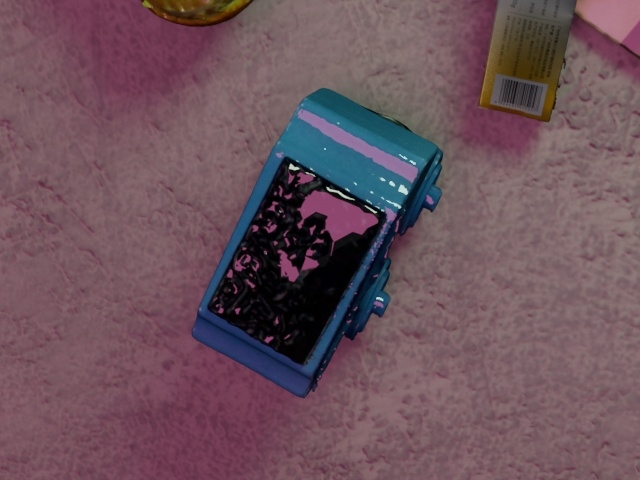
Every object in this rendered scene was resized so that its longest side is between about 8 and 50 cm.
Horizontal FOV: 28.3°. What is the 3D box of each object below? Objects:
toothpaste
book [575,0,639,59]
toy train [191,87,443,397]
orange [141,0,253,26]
[{"bbox_3d":[0.225,-0.273,1.280,0.089,0.071,0.313,14,127,10],"label":"toothpaste"},{"bbox_3d":[0.324,-0.316,1.319,0.289,0.026,0.201,38,107,3],"label":"book"},{"bbox_3d":[0.000,0.000,1.351,0.188,0.265,0.300,28,110,5],"label":"toy train"},{"bbox_3d":[-0.144,-0.347,1.355,0.179,0.158,0.237,-40,91,20],"label":"orange"}]
